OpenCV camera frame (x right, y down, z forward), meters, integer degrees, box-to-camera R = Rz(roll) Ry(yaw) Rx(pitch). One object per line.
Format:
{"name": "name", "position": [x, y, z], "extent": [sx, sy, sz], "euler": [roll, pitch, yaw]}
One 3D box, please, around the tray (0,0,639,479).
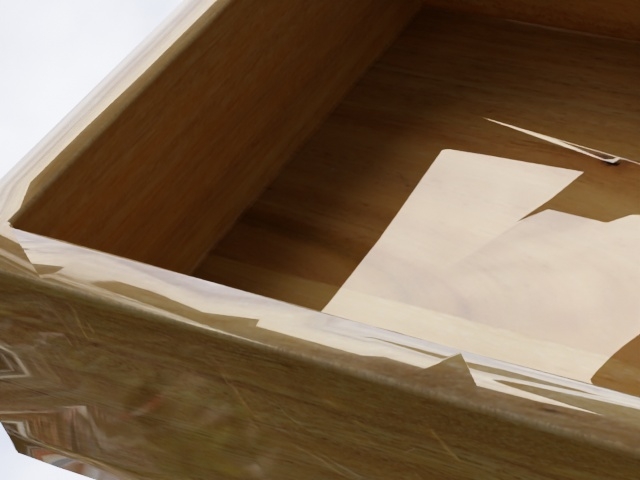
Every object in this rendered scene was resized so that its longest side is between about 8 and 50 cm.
{"name": "tray", "position": [0.144, 0.009, 0.375], "extent": [0.411, 0.203, 0.076], "euler": [15, -44, 29]}
